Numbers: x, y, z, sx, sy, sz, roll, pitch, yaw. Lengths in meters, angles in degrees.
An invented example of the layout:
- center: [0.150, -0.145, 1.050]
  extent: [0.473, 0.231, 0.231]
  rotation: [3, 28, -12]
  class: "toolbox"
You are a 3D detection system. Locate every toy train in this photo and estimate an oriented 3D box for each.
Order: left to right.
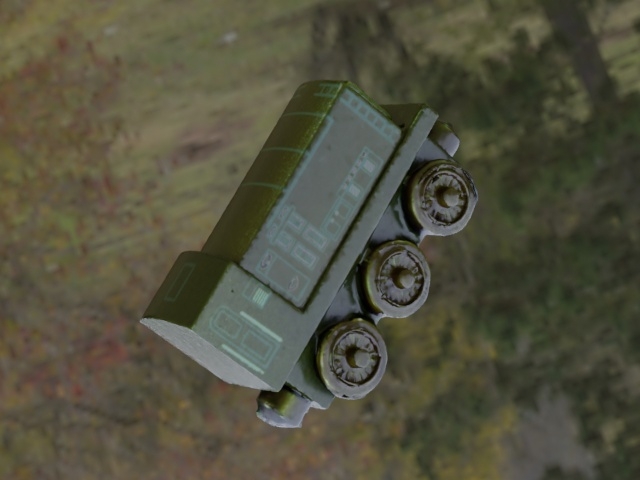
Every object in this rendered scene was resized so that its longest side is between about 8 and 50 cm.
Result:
- center: [0.000, 0.000, 1.119]
  extent: [0.090, 0.137, 0.225]
  rotation: [2, -121, 60]
  class: "toy train"
